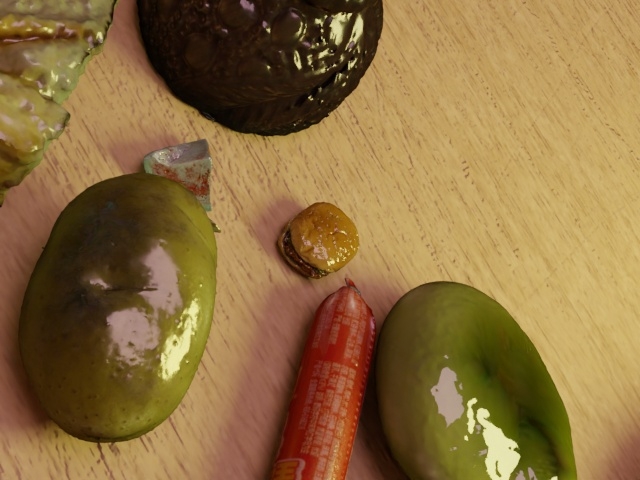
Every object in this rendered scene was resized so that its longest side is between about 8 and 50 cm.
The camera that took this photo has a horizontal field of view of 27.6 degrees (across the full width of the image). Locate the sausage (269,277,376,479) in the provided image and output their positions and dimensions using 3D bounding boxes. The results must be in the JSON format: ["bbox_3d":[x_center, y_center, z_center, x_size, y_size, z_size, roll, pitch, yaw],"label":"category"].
[{"bbox_3d":[0.008,0.151,1.262,0.074,0.074,0.274,29,53,-19],"label":"sausage"}]

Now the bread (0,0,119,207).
[{"bbox_3d":[-0.326,-0.206,1.116,0.264,0.239,0.395,31,50,-17],"label":"bread"}]

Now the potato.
[{"bbox_3d":[-0.176,0.057,1.147,0.169,0.143,0.248,2,64,9],"label":"potato"}]

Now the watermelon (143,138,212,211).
[{"bbox_3d":[-0.133,-0.073,1.292,0.085,0.061,0.085,22,54,-35],"label":"watermelon"}]

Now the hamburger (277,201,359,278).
[{"bbox_3d":[0.000,0.000,1.356,0.076,0.044,0.083,46,47,-7],"label":"hamburger"}]

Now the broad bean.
[{"bbox_3d":[0.159,0.177,1.317,0.238,0.119,0.291,-12,74,-46],"label":"broad bean"}]

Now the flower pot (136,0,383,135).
[{"bbox_3d":[-0.022,-0.278,1.341,0.267,0.267,0.266,16,59,-28],"label":"flower pot"}]
